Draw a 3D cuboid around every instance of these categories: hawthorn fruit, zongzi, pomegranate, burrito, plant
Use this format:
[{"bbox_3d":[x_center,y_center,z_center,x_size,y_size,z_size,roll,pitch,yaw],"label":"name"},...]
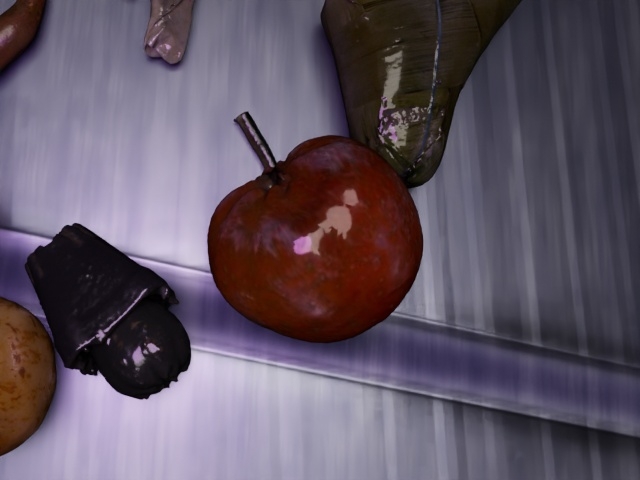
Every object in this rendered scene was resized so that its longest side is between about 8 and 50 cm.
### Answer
[{"bbox_3d":[0.000,0.000,0.917,0.284,0.284,0.284,2,80,-10],"label":"hawthorn fruit"},{"bbox_3d":[0.200,-0.253,1.059,0.360,0.160,0.323,-10,87,-18],"label":"zongzi"},{"bbox_3d":[-0.435,0.172,0.836,0.215,0.215,0.215,2,80,-10],"label":"pomegranate"},{"bbox_3d":[-0.228,-0.383,1.044,0.087,0.060,0.226,11,77,-29],"label":"burrito"},{"bbox_3d":[-0.279,0.098,0.914,0.164,0.142,0.256,-39,77,-14],"label":"plant"}]

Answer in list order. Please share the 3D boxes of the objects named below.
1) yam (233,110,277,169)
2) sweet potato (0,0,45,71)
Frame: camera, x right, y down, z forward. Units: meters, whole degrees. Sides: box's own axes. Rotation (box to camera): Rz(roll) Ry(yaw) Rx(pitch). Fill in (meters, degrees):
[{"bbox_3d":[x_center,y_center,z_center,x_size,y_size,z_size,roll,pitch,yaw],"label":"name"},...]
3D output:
[{"bbox_3d":[-0.090,-0.136,1.046,0.027,0.033,0.129,-29,90,-38],"label":"yam"},{"bbox_3d":[-0.462,-0.300,0.995,0.078,0.058,0.255,23,72,16],"label":"sweet potato"}]
